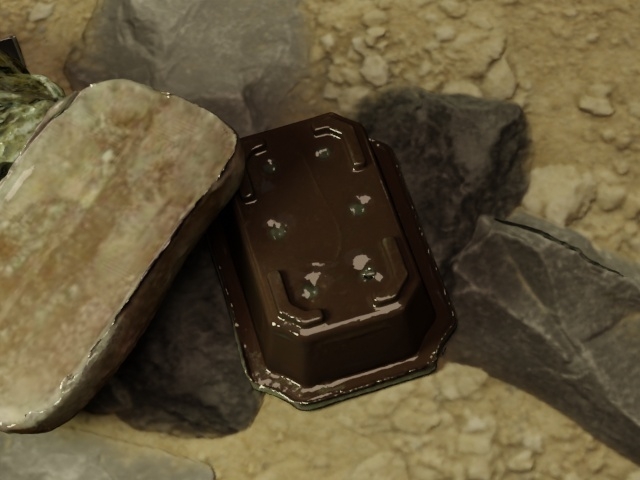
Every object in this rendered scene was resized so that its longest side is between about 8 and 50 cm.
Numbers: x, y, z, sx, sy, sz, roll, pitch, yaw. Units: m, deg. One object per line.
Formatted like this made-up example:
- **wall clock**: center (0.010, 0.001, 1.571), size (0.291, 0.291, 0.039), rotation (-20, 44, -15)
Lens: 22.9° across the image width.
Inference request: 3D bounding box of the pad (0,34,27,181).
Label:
- **pad**: center (-0.316, -0.071, 1.384), size (0.174, 0.022, 0.233), rotation (-20, 60, -7)

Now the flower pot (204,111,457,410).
- **flower pot**: center (0.000, 0.000, 1.283), size (0.178, 0.084, 0.251), rotation (-16, 60, -5)

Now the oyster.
- **oyster**: center (-0.338, -0.106, 1.345), size (0.267, 0.112, 0.198), rotation (17, 39, 24)

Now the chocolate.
- **chocolate**: center (-0.189, 0.017, 1.257), size (0.185, 0.100, 0.303), rotation (25, 76, 34)
